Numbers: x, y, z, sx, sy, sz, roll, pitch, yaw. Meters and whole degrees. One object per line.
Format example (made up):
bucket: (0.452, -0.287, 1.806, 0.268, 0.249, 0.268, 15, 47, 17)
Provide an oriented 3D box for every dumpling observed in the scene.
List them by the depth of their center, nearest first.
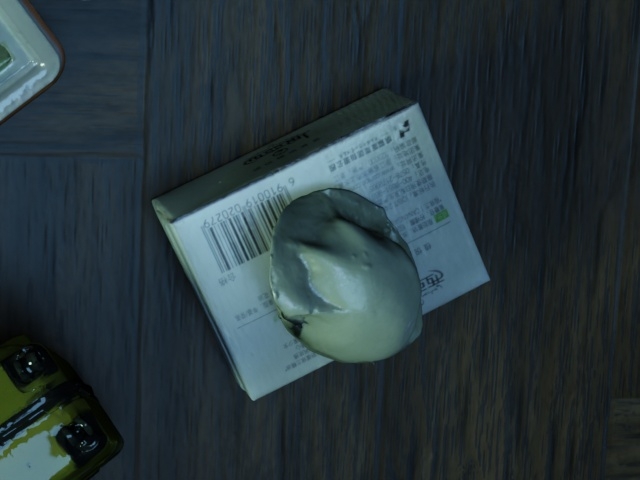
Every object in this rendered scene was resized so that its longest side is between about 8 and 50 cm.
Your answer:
dumpling: (0.029, 0.033, 1.509, 0.176, 0.092, 0.150, 16, 85, -14)

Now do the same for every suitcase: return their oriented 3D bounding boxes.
suitcase: (-0.287, 0.179, 1.492, 0.194, 0.235, 0.143, -37, 84, -6)

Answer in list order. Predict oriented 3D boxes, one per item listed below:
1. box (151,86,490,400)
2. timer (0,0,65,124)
box: (0.000, 0.000, 1.592, 0.260, 0.111, 0.194, -26, 108, -11)
timer: (-0.382, -0.167, 1.428, 0.257, 0.161, 0.250, -38, 116, -5)
